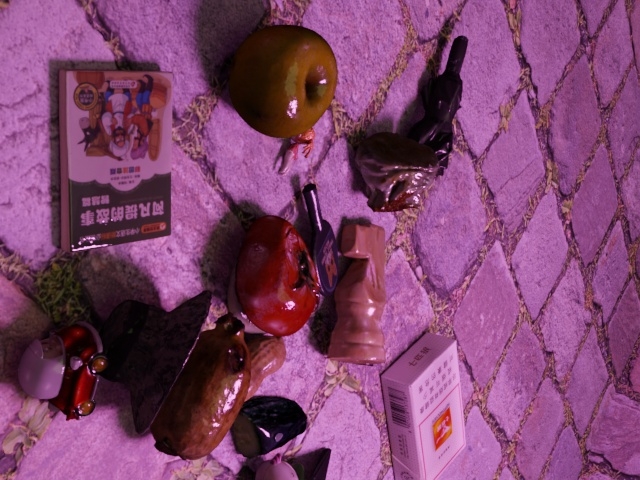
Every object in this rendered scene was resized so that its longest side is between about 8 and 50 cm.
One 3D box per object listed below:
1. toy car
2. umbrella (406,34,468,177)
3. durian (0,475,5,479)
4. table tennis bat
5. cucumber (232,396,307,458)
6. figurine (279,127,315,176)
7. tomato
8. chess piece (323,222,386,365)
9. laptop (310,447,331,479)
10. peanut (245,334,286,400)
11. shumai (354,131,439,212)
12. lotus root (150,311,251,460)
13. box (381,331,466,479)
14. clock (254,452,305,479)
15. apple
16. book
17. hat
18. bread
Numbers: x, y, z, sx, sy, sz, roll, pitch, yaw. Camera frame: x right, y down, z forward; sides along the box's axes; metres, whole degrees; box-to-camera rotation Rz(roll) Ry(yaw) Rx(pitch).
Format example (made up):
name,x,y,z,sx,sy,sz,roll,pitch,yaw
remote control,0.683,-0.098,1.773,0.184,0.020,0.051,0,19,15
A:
name,x,y,z,sx,sy,sz,roll,pitch,yaw
toy car,-0.382,0.191,1.298,0.112,0.112,0.139,3,107,-38
umbrella,0.272,-0.301,2.003,0.118,0.118,0.340,32,74,-51
durian,-0.494,0.351,1.252,0.130,0.052,0.066,39,31,-53
table tennis bat,0.000,0.000,1.763,0.150,0.027,0.237,-64,147,-57
cucumber,-0.097,0.364,1.733,0.193,0.085,0.116,1,97,-59
figurine,-0.045,-0.167,1.680,0.109,0.047,0.064,-63,170,-10
tomato,-0.061,0.062,1.621,0.228,0.101,0.228,41,42,-54
chess piece,0.086,0.109,1.880,0.137,0.137,0.301,22,69,-53
laptop,-0.012,0.523,1.866,0.197,0.016,0.135,-17,117,-79
peanut,-0.128,0.236,1.650,0.192,0.089,0.089,-35,126,-42
shumai,0.158,-0.133,1.884,0.184,0.184,0.142,-25,142,-47
lotus root,-0.196,0.242,1.509,0.260,0.145,0.128,-66,163,-14
box,0.257,0.422,2.193,0.210,0.095,0.331,-35,125,-41
clock,-0.107,0.515,1.737,0.231,0.103,0.144,-49,133,-36
apple,-0.067,-0.273,1.523,0.196,0.156,0.197,-20,116,-48
book,-0.306,-0.124,1.360,0.202,0.027,0.264,-12,109,-51
hat,-0.277,0.164,1.380,0.128,0.265,0.266,27,76,-16
bread,-0.119,0.118,1.666,0.112,0.036,0.193,-59,139,-22
